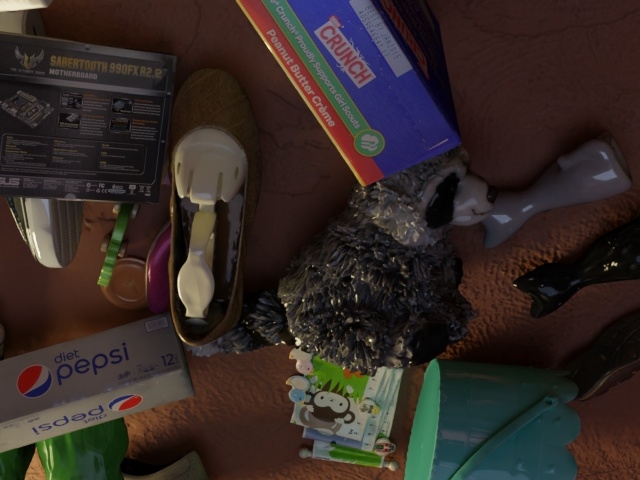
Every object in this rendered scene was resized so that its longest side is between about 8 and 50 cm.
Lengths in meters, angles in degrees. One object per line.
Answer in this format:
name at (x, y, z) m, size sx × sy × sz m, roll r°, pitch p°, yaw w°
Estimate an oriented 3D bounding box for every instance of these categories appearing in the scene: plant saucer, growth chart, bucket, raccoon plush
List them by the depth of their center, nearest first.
raccoon plush at (0.000, 0.000, 1.467) m, size 0.446 × 0.216 × 0.299 m, roll -11°, pitch 112°, yaw 7°
bucket at (0.222, 0.291, 1.598) m, size 0.183 × 0.281 × 0.281 m, roll 10°, pitch 120°, yaw -2°
plant saucer at (-0.256, 0.059, 1.602) m, size 0.083 × 0.013 × 0.083 m, roll 0°, pitch 121°, yaw 0°
growth chart at (0.036, 0.229, 1.697) m, size 0.172 × 0.021 × 0.237 m, roll 3°, pitch 120°, yaw 0°

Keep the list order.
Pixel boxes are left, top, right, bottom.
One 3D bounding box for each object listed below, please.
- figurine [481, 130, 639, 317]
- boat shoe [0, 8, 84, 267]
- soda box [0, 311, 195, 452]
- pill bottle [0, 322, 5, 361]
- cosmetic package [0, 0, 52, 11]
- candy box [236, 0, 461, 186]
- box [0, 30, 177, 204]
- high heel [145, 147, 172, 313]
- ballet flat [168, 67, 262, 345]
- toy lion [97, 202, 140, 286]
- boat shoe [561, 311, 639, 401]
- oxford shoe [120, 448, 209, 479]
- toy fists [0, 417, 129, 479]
figurine at (0.315, -0.013, 1.516) m, size 0.209 × 0.092 × 0.215 m, roll -28°, pitch 116°, yaw 21°
boat shoe at (-0.371, -0.126, 1.449) m, size 0.119 × 0.121 × 0.335 m, roll -3°, pitch 110°, yaw 11°
soda box at (-0.319, 0.191, 1.584) m, size 0.286 × 0.091 × 0.098 m, roll -16°, pitch 151°, yaw -5°
pill bottle at (-0.465, 0.145, 1.625) m, size 0.067 × 0.067 × 0.120 m, roll 8°, pitch 120°, yaw -4°
cosmetic package at (-0.437, -0.339, 1.208) m, size 0.366 × 0.155 × 0.197 m, roll 2°, pitch 137°, yaw 22°
candy box at (0.026, -0.247, 1.241) m, size 0.122 × 0.317 × 0.268 m, roll -27°, pitch 117°, yaw 15°
box at (-0.288, -0.139, 1.369) m, size 0.231 × 0.056 × 0.183 m, roll 1°, pitch 101°, yaw -34°
high heel at (-0.155, -0.005, 1.529) m, size 0.117 × 0.082 × 0.244 m, roll 12°, pitch 110°, yaw -3°
ballet flat at (-0.136, -0.027, 1.410) m, size 0.116 × 0.124 × 0.342 m, roll 8°, pitch 109°, yaw 1°
toy lion at (-0.263, 0.006, 1.523) m, size 0.034 × 0.096 × 0.100 m, roll 17°, pitch 119°, yaw -9°
boat shoe at (0.410, 0.159, 1.634) m, size 0.178 × 0.064 × 0.060 m, roll -41°, pitch 144°, yaw 21°
oxford shoe at (-0.323, 0.378, 1.756) m, size 0.348 × 0.123 × 0.130 m, roll -10°, pitch 94°, yaw 8°
toy fists at (-0.407, 0.286, 1.675) m, size 0.279 × 0.096 × 0.142 m, roll -8°, pitch 93°, yaw 7°
